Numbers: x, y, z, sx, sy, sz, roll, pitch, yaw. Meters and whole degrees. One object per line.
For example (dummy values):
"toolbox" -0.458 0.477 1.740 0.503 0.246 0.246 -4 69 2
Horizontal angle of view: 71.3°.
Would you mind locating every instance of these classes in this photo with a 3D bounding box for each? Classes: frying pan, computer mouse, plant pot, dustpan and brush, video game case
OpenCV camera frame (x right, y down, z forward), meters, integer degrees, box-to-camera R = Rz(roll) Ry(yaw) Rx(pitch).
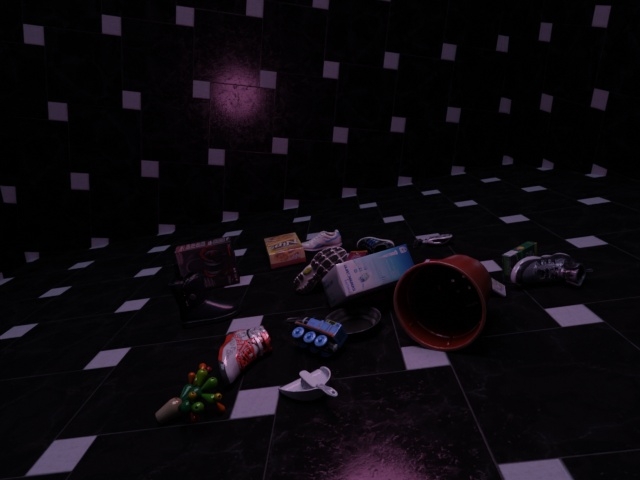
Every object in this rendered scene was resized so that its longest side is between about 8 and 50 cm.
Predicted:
"frying pan" 0.047 0.291 1.516 0.326 0.053 0.197 -13 17 -6
"computer mouse" 0.558 0.006 2.213 0.193 0.042 0.106 -9 11 23
"plant pot" 0.408 0.170 1.401 0.272 0.272 0.265 1 11 33
"dustpan and brush" -0.012 0.390 1.197 0.147 0.060 0.211 -19 19 -28
"video game case" 0.612 0.152 1.614 0.122 0.011 0.087 32 26 7

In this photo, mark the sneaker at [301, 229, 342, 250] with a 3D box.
"sneaker" 0.000 0.000 2.447 0.229 0.092 0.087 -10 18 1

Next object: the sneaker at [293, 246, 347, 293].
"sneaker" -0.002 0.114 1.892 0.279 0.107 0.118 -38 -1 17

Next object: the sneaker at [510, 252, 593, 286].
"sneaker" 0.827 0.112 1.587 0.269 0.101 0.153 -11 14 -15

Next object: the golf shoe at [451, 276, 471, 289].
"golf shoe" 0.568 0.144 1.701 0.086 0.069 0.176 -12 17 -30

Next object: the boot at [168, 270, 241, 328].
"boot" -0.453 0.220 1.758 0.247 0.207 0.094 -12 16 -12

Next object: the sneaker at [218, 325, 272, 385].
"sneaker" -0.231 0.349 1.407 0.145 0.090 0.270 -12 14 -1

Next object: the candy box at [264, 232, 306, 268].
"candy box" -0.195 0.050 2.395 0.183 0.087 0.316 -12 16 -8

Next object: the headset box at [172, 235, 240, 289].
"headset box" -0.550 0.119 2.131 0.293 0.218 0.110 -11 16 -8

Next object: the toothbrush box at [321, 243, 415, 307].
"toothbrush box" 0.177 0.136 1.675 0.296 0.126 0.216 -14 -15 -20

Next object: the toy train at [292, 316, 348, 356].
"toy train" -0.007 0.300 1.425 0.184 0.080 0.105 10 48 41

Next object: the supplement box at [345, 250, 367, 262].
"supplement box" 0.155 0.124 1.922 0.081 0.104 0.188 -4 18 17

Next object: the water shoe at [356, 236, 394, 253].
"water shoe" 0.267 0.028 2.239 0.203 0.073 0.080 0 21 29

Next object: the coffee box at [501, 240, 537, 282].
"coffee box" 0.767 0.081 1.713 0.184 0.113 0.040 -19 17 -33

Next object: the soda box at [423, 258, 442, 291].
"soda box" 0.408 0.159 1.684 0.083 0.092 0.263 1 19 29

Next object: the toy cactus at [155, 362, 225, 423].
"toy cactus" -0.355 0.436 1.216 0.180 0.112 0.219 -32 23 -9
